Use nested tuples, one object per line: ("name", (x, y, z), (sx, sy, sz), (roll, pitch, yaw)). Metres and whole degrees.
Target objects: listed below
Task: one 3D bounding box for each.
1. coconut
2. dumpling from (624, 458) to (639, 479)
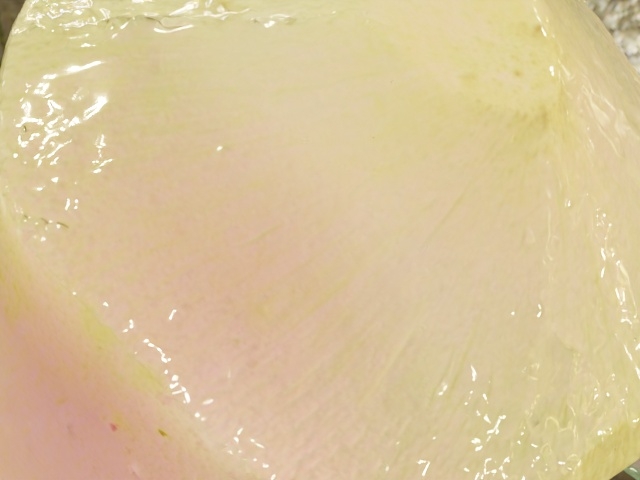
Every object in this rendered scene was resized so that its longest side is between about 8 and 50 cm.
("coconut", (0.000, 0.000, 0.439), (0.233, 0.245, 0.233), (14, 56, -22))
("dumpling", (0.186, 0.063, 0.718), (0.149, 0.105, 0.216), (-8, 55, 11))
